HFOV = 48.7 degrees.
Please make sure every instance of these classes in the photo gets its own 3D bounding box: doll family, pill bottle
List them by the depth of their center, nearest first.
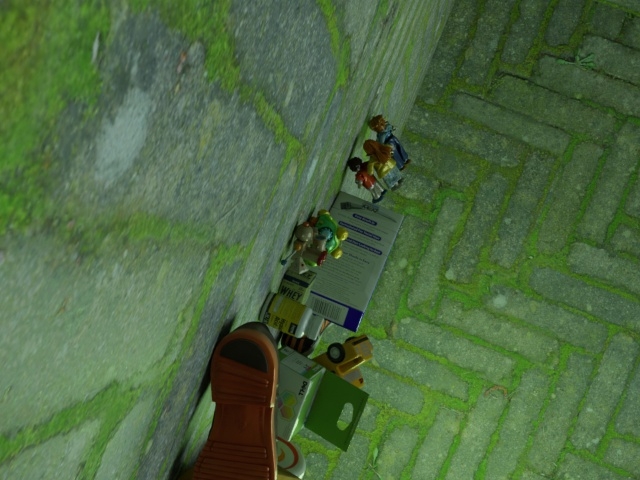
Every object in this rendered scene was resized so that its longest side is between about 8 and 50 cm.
[{"bbox_3d":[-0.055,0.150,1.375,0.065,0.116,0.065,21,90,-84],"label":"pill bottle"},{"bbox_3d":[0.168,-0.235,1.835,0.118,0.163,0.263,-15,-144,39],"label":"doll family"}]

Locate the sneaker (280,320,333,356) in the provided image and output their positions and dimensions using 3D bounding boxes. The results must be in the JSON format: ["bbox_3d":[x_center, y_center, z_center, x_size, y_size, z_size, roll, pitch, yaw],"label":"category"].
[{"bbox_3d":[0.005,0.158,1.903,0.321,0.125,0.180,-62,172,-46],"label":"sneaker"}]

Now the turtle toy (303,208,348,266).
[{"bbox_3d":[0.000,0.000,1.519,0.066,0.095,0.130,-11,132,-36],"label":"turtle toy"}]

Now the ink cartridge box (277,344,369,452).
[{"bbox_3d":[-0.033,0.404,1.740,0.097,0.255,0.188,-21,134,-63],"label":"ink cartridge box"}]

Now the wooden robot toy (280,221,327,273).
[{"bbox_3d":[-0.022,-0.001,1.385,0.173,0.076,0.079,-57,156,-63],"label":"wooden robot toy"}]

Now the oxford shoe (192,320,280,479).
[{"bbox_3d":[-0.117,0.307,1.132,0.133,0.130,0.363,-49,150,-79],"label":"oxford shoe"}]

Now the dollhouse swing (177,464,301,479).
[{"bbox_3d":[-0.254,0.542,1.292,0.315,0.305,0.346,7,-109,53],"label":"dollhouse swing"}]

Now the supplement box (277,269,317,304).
[{"bbox_3d":[-0.054,0.108,1.517,0.083,0.056,0.083,-51,162,-71],"label":"supplement box"}]

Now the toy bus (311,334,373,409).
[{"bbox_3d":[-0.007,0.363,1.838,0.333,0.130,0.108,-31,168,27],"label":"toy bus"}]

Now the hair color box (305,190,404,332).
[{"bbox_3d":[0.069,0.047,1.787,0.110,0.185,0.339,104,10,-53],"label":"hair color box"}]

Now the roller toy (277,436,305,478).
[{"bbox_3d":[-0.145,0.589,1.777,0.209,0.191,0.146,-50,162,-72],"label":"roller toy"}]
